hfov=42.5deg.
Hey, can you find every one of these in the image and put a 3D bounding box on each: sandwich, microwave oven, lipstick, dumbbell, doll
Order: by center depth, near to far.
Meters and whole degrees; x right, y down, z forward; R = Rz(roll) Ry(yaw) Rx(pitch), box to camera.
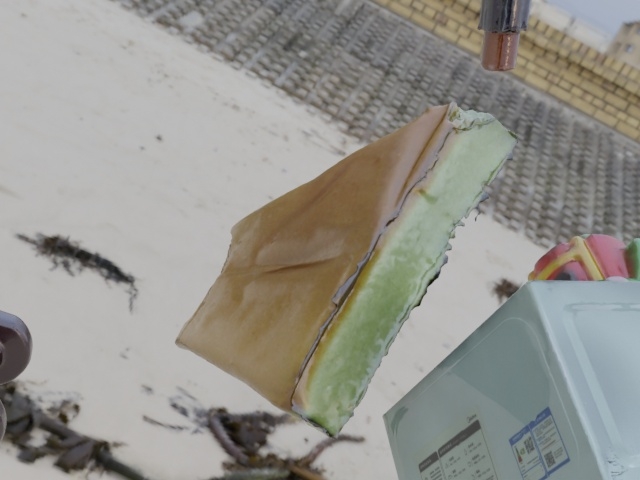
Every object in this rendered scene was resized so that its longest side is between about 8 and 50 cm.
[{"bbox_3d":[0.150,0.135,0.536,0.122,0.208,0.162,2,57,-24],"label":"microwave oven"},{"bbox_3d":[0.000,0.000,0.617,0.063,0.245,0.212,42,-15,-31],"label":"sandwich"},{"bbox_3d":[0.309,0.128,0.840,0.160,0.182,0.363,46,21,-16],"label":"doll"},{"bbox_3d":[0.246,-0.366,1.054,0.081,0.300,0.081,1,24,0],"label":"lipstick"},{"bbox_3d":[-0.500,0.201,1.173,0.140,0.124,0.225,20,23,-17],"label":"dumbbell"}]
